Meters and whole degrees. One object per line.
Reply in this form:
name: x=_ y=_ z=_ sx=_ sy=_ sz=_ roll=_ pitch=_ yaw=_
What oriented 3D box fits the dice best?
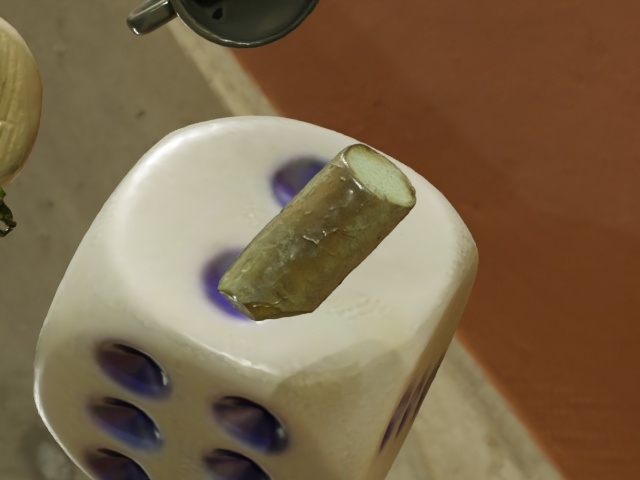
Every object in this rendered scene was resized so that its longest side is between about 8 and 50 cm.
dice: x=-0.053 y=0.082 z=1.446 sx=0.304 sy=0.304 sz=0.277 roll=25 pitch=-42 yaw=10

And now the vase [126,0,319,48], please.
vase: x=-0.095 y=-0.299 z=1.738 sx=0.156 sy=0.251 sz=0.301 roll=60 pitch=6 yaw=-16

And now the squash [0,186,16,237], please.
squash: x=-0.347 y=-0.108 z=1.201 sx=0.318 sy=0.071 sz=0.080 roll=39 pitch=-64 yaw=-17

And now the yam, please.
yam: x=0.000 y=0.000 z=1.100 sx=0.070 sy=0.146 sz=0.070 roll=43 pitch=2 yaw=-2

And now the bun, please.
bun: x=-0.362 y=-0.132 z=1.552 sx=0.128 sy=0.178 sz=0.193 roll=25 pitch=-81 yaw=64
